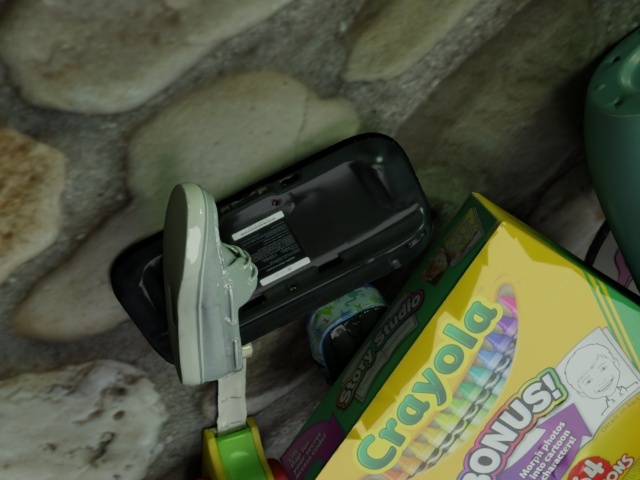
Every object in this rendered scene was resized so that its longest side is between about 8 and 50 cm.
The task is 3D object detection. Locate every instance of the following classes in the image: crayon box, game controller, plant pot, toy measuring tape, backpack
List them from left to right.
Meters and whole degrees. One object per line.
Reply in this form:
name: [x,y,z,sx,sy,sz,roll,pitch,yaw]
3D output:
toy measuring tape: [-0.087,0.257,1.571,0.121,0.121,0.330,-14,138,-20]
game controller: [-0.045,0.012,1.374,0.319,0.067,0.166,-27,123,2]
backpack: [0.035,0.101,1.507,0.105,0.084,0.114,-27,134,-7]
crayon box: [0.188,0.179,1.474,0.313,0.106,0.363,30,102,-25]
plant pot: [0.401,-0.098,1.391,0.293,0.293,0.235,-35,116,4]

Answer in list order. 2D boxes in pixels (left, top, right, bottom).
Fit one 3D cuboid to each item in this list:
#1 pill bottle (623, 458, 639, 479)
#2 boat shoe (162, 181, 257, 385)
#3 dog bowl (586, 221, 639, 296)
pill bottle: [0.429,0.269,1.909,0.117,0.117,0.215,4,129,-35]
boat shoe: [-0.101,0.039,1.296,0.081,0.079,0.227,-9,129,-17]
dog bowl: [0.536,0.030,1.705,0.408,0.150,0.408,-18,139,-16]
